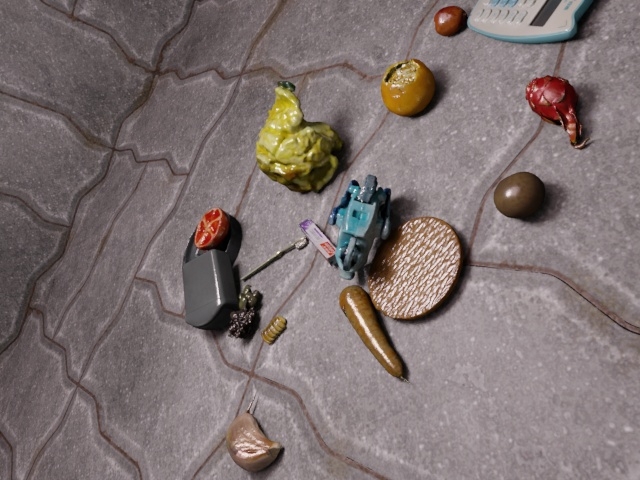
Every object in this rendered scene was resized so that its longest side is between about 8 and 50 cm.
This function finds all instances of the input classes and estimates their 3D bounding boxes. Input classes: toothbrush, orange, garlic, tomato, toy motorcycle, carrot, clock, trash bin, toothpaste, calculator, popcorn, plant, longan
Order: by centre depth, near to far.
[{"bbox_3d":[0.414,-0.096,1.136,0.113,0.092,0.113,-52,15,20],"label":"longan"},{"bbox_3d":[0.125,0.221,1.265,0.078,0.078,0.298,-46,45,16],"label":"carrot"},{"bbox_3d":[0.532,-0.607,1.356,0.256,0.054,0.386,-55,38,5],"label":"calculator"},{"bbox_3d":[0.096,-0.029,1.365,0.154,0.206,0.260,16,72,5],"label":"toy motorcycle"},{"bbox_3d":[-0.183,0.507,1.412,0.129,0.090,0.198,-41,34,-1],"label":"garlic"},{"bbox_3d":[0.235,-0.419,1.490,0.155,0.134,0.154,-26,54,42],"label":"orange"},{"bbox_3d":[0.000,0.000,1.540,0.047,0.040,0.196,-33,41,-6],"label":"toothpaste"},{"bbox_3d":[-0.223,0.214,1.627,0.087,0.085,0.174,134,153,-60],"label":"plant"},{"bbox_3d":[-0.067,-0.278,1.643,0.293,0.293,0.237,5,64,48],"label":"popcorn"},{"bbox_3d":[-0.147,0.058,1.682,0.294,0.026,0.028,-29,63,31],"label":"toothbrush"},{"bbox_3d":[-0.353,0.166,1.736,0.177,0.101,0.236,-28,63,29],"label":"trash bin"},{"bbox_3d":[-0.353,-0.034,1.834,0.156,0.069,0.155,-28,48,37],"label":"tomato"},{"bbox_3d":[-0.385,0.028,1.928,0.281,0.055,0.280,-25,51,35],"label":"clock"}]

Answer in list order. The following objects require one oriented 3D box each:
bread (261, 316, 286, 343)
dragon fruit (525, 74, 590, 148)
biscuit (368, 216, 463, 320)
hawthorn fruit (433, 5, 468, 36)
[{"bbox_3d":[-0.133,0.251,1.542,0.088,0.034,0.049,-47,47,15],"label":"bread"},{"bbox_3d":[0.516,-0.278,1.160,0.094,0.094,0.190,-40,65,23],"label":"dragon fruit"},{"bbox_3d":[0.221,0.066,1.279,0.262,0.037,0.261,-25,51,35],"label":"biscuit"},{"bbox_3d":[0.367,-0.614,1.516,0.093,0.081,0.081,0,66,33],"label":"hawthorn fruit"}]
